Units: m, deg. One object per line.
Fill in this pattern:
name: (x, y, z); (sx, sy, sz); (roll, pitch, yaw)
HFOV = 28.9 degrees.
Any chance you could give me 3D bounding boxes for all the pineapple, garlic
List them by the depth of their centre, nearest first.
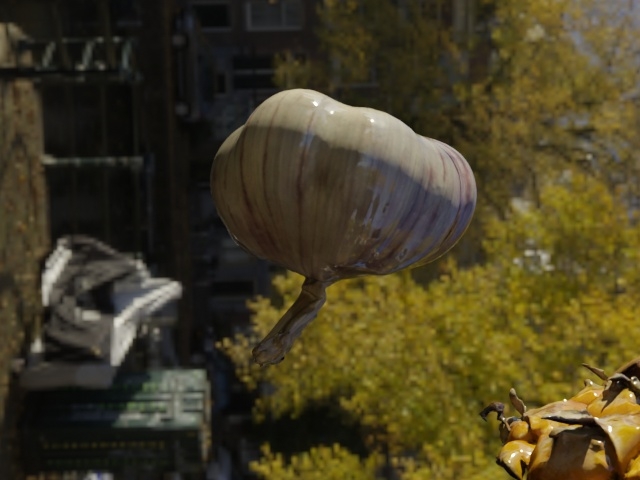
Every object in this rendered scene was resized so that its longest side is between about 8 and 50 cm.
pineapple: (0.161, 0.121, 0.491); (0.076, 0.225, 0.225); (-51, -174, 4)
garlic: (0.000, 0.000, 1.133); (0.245, 0.245, 0.253); (97, 11, -79)

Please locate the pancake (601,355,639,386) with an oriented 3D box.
pancake: (0.192, 0.157, 0.684); (0.212, 0.257, 0.056); (59, 35, -11)
